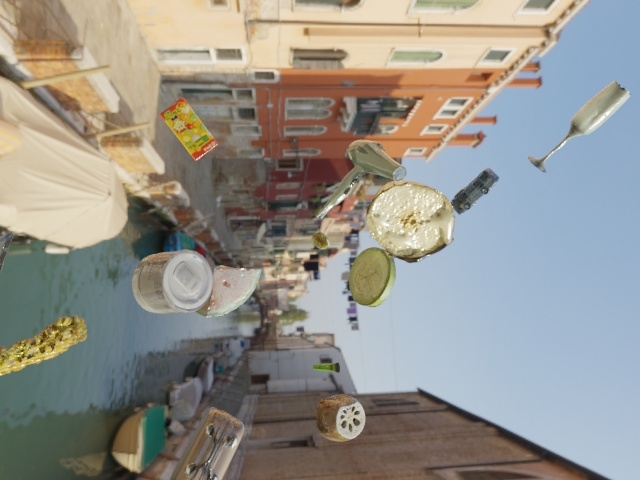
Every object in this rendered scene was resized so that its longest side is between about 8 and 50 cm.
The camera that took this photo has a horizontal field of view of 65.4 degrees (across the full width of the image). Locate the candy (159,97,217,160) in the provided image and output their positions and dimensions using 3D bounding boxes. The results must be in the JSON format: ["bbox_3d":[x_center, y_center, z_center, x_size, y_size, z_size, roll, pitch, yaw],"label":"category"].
[{"bbox_3d":[-0.281,-0.238,1.068,0.122,0.062,0.038,53,-4,-19],"label":"candy"}]

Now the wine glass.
[{"bbox_3d":[0.620,-0.272,1.197,0.262,0.074,0.074,-48,-148,33],"label":"wine glass"}]

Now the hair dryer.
[{"bbox_3d":[0.120,-0.154,1.361,0.229,0.092,0.267,15,-105,50],"label":"hair dryer"}]

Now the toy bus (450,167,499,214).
[{"bbox_3d":[0.472,-0.149,1.531,0.065,0.047,0.166,49,-48,9],"label":"toy bus"}]

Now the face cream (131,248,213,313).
[{"bbox_3d":[-0.416,0.118,1.416,0.177,0.153,0.177,14,72,-51],"label":"face cream"}]

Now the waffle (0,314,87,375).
[{"bbox_3d":[-0.757,0.288,1.297,0.069,0.293,0.260,65,-22,10],"label":"waffle"}]

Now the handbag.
[{"bbox_3d":[-0.380,0.729,1.701,0.302,0.149,0.283,-61,-174,-27],"label":"handbag"}]

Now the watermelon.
[{"bbox_3d":[-0.392,0.161,1.864,0.256,0.260,0.176,-48,123,-36],"label":"watermelon"}]

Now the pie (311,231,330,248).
[{"bbox_3d":[0.000,0.000,1.970,0.020,0.084,0.084,-48,154,-38],"label":"pie"}]

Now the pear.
[{"bbox_3d":[0.264,-0.091,1.444,0.178,0.267,0.267,-74,169,-52],"label":"pear"}]

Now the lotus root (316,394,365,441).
[{"bbox_3d":[0.055,0.458,1.276,0.081,0.122,0.112,-14,-100,49],"label":"lotus root"}]

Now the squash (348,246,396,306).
[{"bbox_3d":[0.181,0.127,1.791,0.219,0.041,0.219,-23,-119,50],"label":"squash"}]

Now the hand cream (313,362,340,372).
[{"bbox_3d":[0.024,0.463,1.821,0.122,0.023,0.036,-11,-104,41],"label":"hand cream"}]

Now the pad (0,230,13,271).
[{"bbox_3d":[-0.820,0.100,1.196,0.174,0.022,0.233,-88,-157,-73],"label":"pad"}]
